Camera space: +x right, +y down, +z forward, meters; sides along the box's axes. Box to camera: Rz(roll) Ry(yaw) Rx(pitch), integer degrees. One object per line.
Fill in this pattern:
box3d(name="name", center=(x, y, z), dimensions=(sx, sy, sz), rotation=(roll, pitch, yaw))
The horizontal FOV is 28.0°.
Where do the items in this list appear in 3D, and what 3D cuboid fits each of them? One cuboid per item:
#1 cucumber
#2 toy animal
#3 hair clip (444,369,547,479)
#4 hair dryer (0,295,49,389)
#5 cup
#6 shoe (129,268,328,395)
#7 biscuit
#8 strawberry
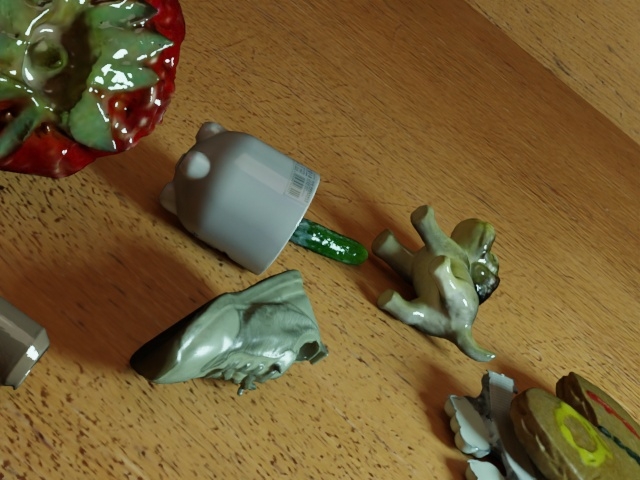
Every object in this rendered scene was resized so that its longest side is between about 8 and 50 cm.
box3d(name="cucumber", center=(0.000, 0.000, 1.584), dimensions=(0.155, 0.037, 0.037), rotation=(21, 29, -30))
box3d(name="toy animal", center=(0.159, 0.041, 1.638), dimensions=(0.169, 0.121, 0.233), rotation=(42, 26, -16))
box3d(name="hair clip", center=(0.210, 0.239, 1.436), dimensions=(0.140, 0.054, 0.220), rotation=(28, 28, -29))
box3d(name="hair dryer", center=(-0.298, 0.099, 1.004), dimensions=(0.117, 0.064, 0.181), rotation=(37, 33, -5))
box3d(name="cup", center=(-0.093, -0.062, 1.452), dimensions=(0.142, 0.134, 0.173), rotation=(31, 27, -9))
box3d(name="shoe", center=(-0.079, 0.100, 1.237), dimensions=(0.098, 0.103, 0.275), rotation=(57, 30, 9))
box3d(name="biscuit", center=(0.331, 0.242, 1.522), dimensions=(0.262, 0.052, 0.277), rotation=(48, 23, -7))
box3d(name="strawberry", center=(-0.330, -0.218, 1.309), dimensions=(0.318, 0.295, 0.345), rotation=(-6, 13, -35))
